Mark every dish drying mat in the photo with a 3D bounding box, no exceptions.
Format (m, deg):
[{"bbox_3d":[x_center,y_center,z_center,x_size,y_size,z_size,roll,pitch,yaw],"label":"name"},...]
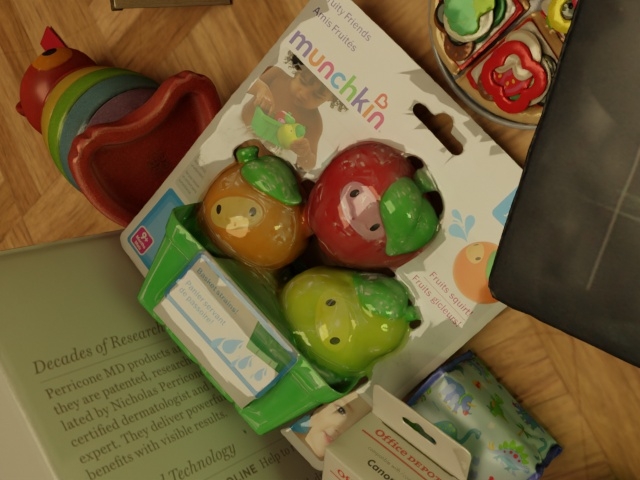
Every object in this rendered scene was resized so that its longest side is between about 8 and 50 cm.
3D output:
[{"bbox_3d":[-0.348,-0.248,1.069,0.083,0.008,0.032,49,125,20],"label":"dish drying mat"}]

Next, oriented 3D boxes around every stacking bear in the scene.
[{"bbox_3d":[-0.256,-0.138,0.932,0.289,0.175,0.164,34,152,39],"label":"stacking bear"}]

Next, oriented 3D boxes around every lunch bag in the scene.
[{"bbox_3d":[0.125,0.202,0.749,0.129,0.096,0.151,47,115,19],"label":"lunch bag"}]

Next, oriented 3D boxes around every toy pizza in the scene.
[{"bbox_3d":[0.172,-0.191,0.656,0.201,0.032,0.201,11,107,36],"label":"toy pizza"}]

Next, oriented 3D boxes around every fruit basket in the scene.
[{"bbox_3d":[0.000,0.000,0.747,0.327,0.165,0.353,47,116,8],"label":"fruit basket"}]

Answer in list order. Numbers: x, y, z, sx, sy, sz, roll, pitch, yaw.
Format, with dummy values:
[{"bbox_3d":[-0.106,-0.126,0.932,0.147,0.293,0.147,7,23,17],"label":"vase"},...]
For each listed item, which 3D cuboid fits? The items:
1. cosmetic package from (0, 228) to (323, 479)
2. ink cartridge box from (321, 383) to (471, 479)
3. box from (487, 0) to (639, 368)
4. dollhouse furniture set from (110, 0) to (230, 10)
[{"bbox_3d":[-0.230,0.239,0.890,0.329,0.327,0.394,-44,72,37],"label":"cosmetic package"},{"bbox_3d":[0.060,0.238,0.718,0.115,0.067,0.198,31,134,33],"label":"ink cartridge box"},{"bbox_3d":[0.376,-0.123,0.250,0.471,0.297,0.480,26,116,29],"label":"box"},{"bbox_3d":[-0.184,-0.331,0.906,0.151,0.123,0.144,-153,57,-70],"label":"dollhouse furniture set"}]
